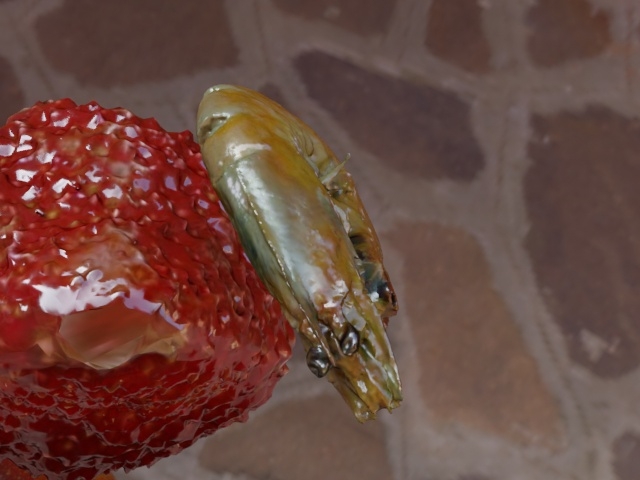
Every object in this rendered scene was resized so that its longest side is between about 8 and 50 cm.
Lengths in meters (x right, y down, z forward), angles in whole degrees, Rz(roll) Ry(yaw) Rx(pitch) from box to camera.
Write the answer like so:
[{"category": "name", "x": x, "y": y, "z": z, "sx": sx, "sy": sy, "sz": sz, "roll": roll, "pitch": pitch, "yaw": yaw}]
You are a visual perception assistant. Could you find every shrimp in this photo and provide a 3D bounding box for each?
[{"category": "shrimp", "x": 0.002, "y": -0.001, "z": 0.892, "sx": 0.115, "sy": 0.051, "sz": 0.217, "roll": 14, "pitch": 38, "yaw": -40}]

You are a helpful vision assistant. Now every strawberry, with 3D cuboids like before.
[{"category": "strawberry", "x": -0.148, "y": 0.050, "z": 1.071, "sx": 0.261, "sy": 0.261, "sz": 0.257, "roll": 8, "pitch": 39, "yaw": -16}]

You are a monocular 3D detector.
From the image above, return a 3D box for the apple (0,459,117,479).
[{"category": "apple", "x": -0.242, "y": 0.241, "z": 1.391, "sx": 0.181, "sy": 0.168, "sz": 0.181, "roll": 30, "pitch": 15, "yaw": -9}]
